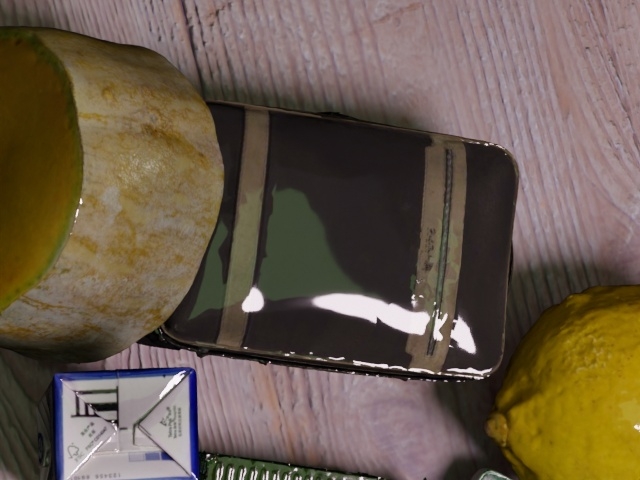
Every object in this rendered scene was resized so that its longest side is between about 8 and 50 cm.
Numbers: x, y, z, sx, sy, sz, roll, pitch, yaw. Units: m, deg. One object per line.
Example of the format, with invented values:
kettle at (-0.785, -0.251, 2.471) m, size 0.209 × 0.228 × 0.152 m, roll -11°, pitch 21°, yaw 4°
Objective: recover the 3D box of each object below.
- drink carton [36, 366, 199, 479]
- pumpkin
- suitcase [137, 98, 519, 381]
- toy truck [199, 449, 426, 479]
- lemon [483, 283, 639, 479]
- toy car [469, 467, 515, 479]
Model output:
drink carton at (-0.200, 0.187, 1.387) m, size 0.130 × 0.315 × 0.106 m, roll 0°, pitch 80°, yaw -13°
pumpkin at (-0.275, -0.059, 1.377) m, size 0.332 × 0.199 × 0.332 m, roll -6°, pitch 74°, yaw 21°
suitcase at (0.000, 0.000, 1.524) m, size 0.434 × 0.194 × 0.283 m, roll 8°, pitch 81°, yaw -14°
toy truck at (-0.009, 0.277, 1.524) m, size 0.259 × 0.121 × 0.088 m, roll 10°, pitch 82°, yaw -13°
lemon at (0.329, 0.178, 1.549) m, size 0.322 × 0.268 × 0.268 m, roll -3°, pitch 84°, yaw -1°
toy car at (0.157, 0.359, 1.581) m, size 0.090 × 0.076 × 0.224 m, roll 29°, pitch 85°, yaw -11°
